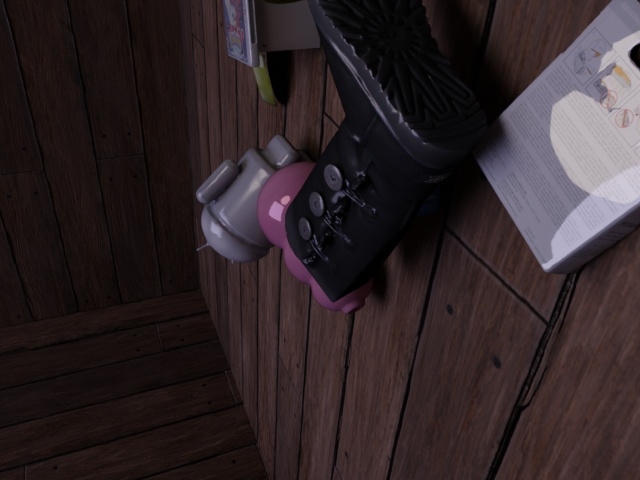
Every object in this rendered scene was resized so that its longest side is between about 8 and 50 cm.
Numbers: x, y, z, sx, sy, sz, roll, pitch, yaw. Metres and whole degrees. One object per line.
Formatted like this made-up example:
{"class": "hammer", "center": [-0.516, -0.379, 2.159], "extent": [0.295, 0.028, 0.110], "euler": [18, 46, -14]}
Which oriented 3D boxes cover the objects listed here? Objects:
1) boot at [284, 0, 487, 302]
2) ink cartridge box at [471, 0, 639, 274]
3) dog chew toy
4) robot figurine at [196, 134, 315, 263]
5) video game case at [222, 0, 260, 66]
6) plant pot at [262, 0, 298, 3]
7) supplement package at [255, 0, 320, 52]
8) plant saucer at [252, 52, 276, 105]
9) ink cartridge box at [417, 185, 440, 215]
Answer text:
{"class": "boot", "center": [0.036, -0.149, 0.856], "extent": [0.445, 0.146, 0.367], "euler": [116, 138, -60]}
{"class": "ink cartridge box", "center": [0.287, -0.102, 0.581], "extent": [0.232, 0.066, 0.189], "euler": [-47, 53, 39]}
{"class": "dog chew toy", "center": [0.000, 0.000, 1.157], "extent": [0.332, 0.206, 0.207], "euler": [63, 155, 19]}
{"class": "robot figurine", "center": [-0.161, -0.089, 1.378], "extent": [0.353, 0.300, 0.200], "euler": [-50, 36, 13]}
{"class": "video game case", "center": [-0.176, -0.483, 1.192], "extent": [0.201, 0.023, 0.184], "euler": [-133, 36, -56]}
{"class": "plant pot", "center": [-0.080, -0.611, 0.909], "extent": [0.353, 0.366, 0.366], "euler": [67, 158, 3]}
{"class": "supplement package", "center": [-0.103, -0.537, 1.219], "extent": [0.203, 0.149, 0.194], "euler": [-129, 34, -52]}
{"class": "plant saucer", "center": [-0.164, -0.470, 1.460], "extent": [0.241, 0.037, 0.241], "euler": [165, 90, -89]}
{"class": "ink cartridge box", "center": [0.129, -0.167, 0.890], "extent": [0.134, 0.078, 0.231], "euler": [-141, 45, -58]}
